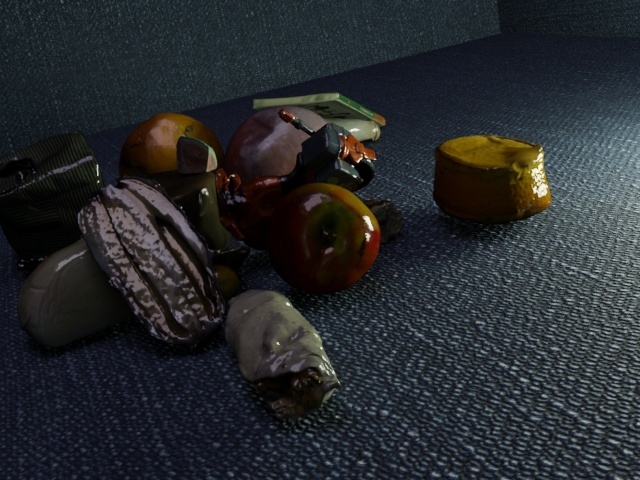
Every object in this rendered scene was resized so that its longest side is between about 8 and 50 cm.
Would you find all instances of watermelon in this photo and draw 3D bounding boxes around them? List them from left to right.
[{"bbox_3d":[-0.249,-0.167,1.647,0.084,0.092,0.072,-10,51,20],"label":"watermelon"}]

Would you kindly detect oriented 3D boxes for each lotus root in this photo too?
[{"bbox_3d":[-0.252,0.040,1.330,0.167,0.078,0.329,-33,66,-6],"label":"lotus root"}]

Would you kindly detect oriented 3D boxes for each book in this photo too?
[{"bbox_3d":[0.003,-0.360,2.382,0.260,0.043,0.371,0,-3,24],"label":"book"}]

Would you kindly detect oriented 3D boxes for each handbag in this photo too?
[{"bbox_3d":[-0.595,-0.088,1.844,0.240,0.247,0.340,-19,26,-18],"label":"handbag"}]

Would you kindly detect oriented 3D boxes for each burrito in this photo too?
[{"bbox_3d":[-0.064,0.142,1.146,0.117,0.076,0.392,-21,18,-8],"label":"burrito"}]

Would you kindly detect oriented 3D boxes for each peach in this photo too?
[{"bbox_3d":[0.000,0.000,1.366,0.197,0.198,0.197,-10,19,3],"label":"peach"}]

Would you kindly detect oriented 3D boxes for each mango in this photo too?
[{"bbox_3d":[-0.203,0.078,1.406,0.161,0.076,0.103,0,22,46],"label":"mango"}]

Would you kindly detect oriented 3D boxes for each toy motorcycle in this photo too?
[{"bbox_3d":[-0.065,-0.092,1.498,0.325,0.221,0.148,-35,46,30],"label":"toy motorcycle"}]

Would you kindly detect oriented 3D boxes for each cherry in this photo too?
[{"bbox_3d":[-0.098,-0.179,1.884,0.261,0.221,0.307,2,41,40],"label":"cherry"}]

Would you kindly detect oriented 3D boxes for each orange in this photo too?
[{"bbox_3d":[-0.345,-0.175,1.956,0.246,0.246,0.246,-10,19,3],"label":"orange"}]

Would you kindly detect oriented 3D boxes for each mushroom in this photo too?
[{"bbox_3d":[0.031,-0.294,2.325,0.270,0.103,0.118,-2,10,5],"label":"mushroom"}]

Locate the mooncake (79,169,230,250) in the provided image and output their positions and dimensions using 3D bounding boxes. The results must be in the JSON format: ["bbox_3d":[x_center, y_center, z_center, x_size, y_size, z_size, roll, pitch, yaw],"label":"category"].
[{"bbox_3d":[-0.324,-0.031,1.658,0.290,0.161,0.290,-11,19,4],"label":"mooncake"}]

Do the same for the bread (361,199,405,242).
[{"bbox_3d":[0.081,-0.036,1.560,0.106,0.082,0.125,13,32,42],"label":"bread"}]

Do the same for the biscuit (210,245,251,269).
[{"bbox_3d":[-0.199,0.038,1.454,0.143,0.016,0.203,-5,-9,-10],"label":"biscuit"}]

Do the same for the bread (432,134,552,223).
[{"bbox_3d":[0.310,-0.109,1.545,0.195,0.143,0.270,-13,21,-12],"label":"bread"}]

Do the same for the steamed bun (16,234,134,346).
[{"bbox_3d":[-0.399,0.069,1.412,0.238,0.153,0.170,-22,15,-27],"label":"steamed bun"}]
